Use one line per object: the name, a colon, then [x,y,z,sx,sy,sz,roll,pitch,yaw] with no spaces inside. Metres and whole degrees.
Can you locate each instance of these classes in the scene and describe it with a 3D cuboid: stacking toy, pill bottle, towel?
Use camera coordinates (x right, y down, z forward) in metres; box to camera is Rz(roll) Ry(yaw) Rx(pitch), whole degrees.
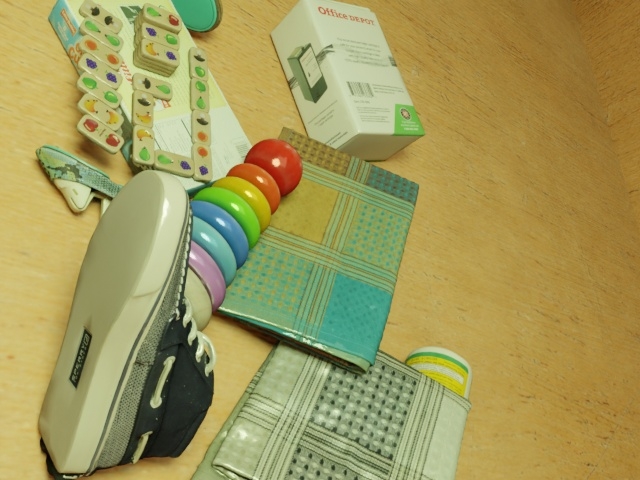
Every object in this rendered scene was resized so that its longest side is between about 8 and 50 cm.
stacking toy: [-0.128,-0.028,0.838,0.141,0.141,0.330,48,49,-13]
pill bottle: [0.172,0.286,0.978,0.117,0.118,0.208,41,46,-19]
towel: [0.000,0.000,0.952,0.272,0.040,0.370,23,54,-5]
towel: [0.035,0.271,0.819,0.312,0.056,0.324,29,48,3]

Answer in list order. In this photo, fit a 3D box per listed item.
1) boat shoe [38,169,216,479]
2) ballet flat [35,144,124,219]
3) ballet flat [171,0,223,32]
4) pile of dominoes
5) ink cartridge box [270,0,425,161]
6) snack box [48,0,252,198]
boat shoe: [-0.177,0.095,0.661,0.158,0.340,0.127,12,18,-45]
ballet flat: [-0.284,-0.054,0.785,0.188,0.070,0.070,28,52,-25]
ballet flat: [-0.296,-0.482,0.988,0.342,0.116,0.124,33,30,-21]
pile of dominoes: [-0.234,-0.218,0.844,0.196,0.040,0.251,11,61,-37]
ink cartridge box: [0.054,-0.308,1.186,0.211,0.122,0.289,-8,74,-45]
snack box: [-0.241,-0.219,0.912,0.187,0.060,0.321,-27,87,-47]
